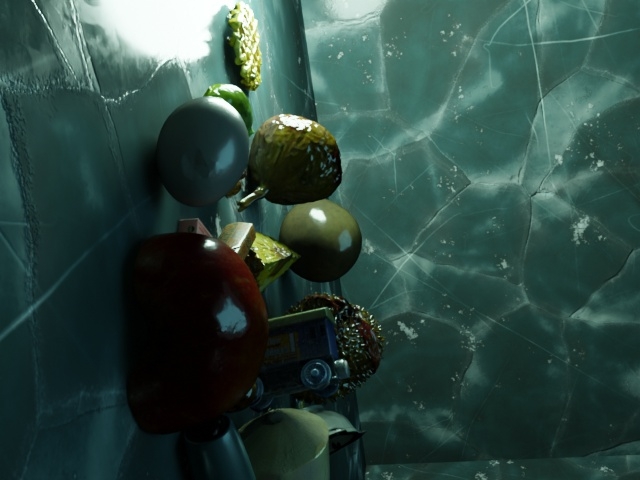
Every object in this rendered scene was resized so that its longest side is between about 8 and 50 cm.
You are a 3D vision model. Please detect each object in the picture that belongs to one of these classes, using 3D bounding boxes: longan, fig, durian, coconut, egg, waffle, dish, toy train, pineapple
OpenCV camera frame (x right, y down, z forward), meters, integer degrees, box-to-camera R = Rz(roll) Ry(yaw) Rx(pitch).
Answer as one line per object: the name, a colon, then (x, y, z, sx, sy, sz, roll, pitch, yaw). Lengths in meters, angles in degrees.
longan: (0.002, -0.004, 2.314, 0.297, 0.297, 0.297, -5, 90, -81)
fig: (-0.120, -0.178, 1.955, 0.368, 0.286, 0.286, -48, 142, -32)
durian: (-0.225, -0.304, 1.645, 0.250, 0.101, 0.139, 51, 35, -74)
coconut: (-0.093, 0.511, 1.610, 0.239, 0.239, 0.244, -73, 161, -67)
egg: (-0.228, -0.168, 1.318, 0.176, 0.176, 0.231, 74, 22, -49)
waffle: (-0.217, -0.567, 1.991, 0.280, 0.060, 0.262, 38, 45, -79)
dish: (-0.037, 0.539, 1.904, 0.303, 0.303, 0.120, 64, 1, -65)
toy train: (-0.087, 0.276, 1.584, 0.131, 0.300, 0.202, 59, 19, -65)
pineapple: (-0.175, 0.064, 1.828, 0.164, 0.140, 0.250, -56, 167, 22)
durian: (0.021, 0.321, 2.052, 0.384, 0.348, 0.347, -10, 95, -43)
fig: (-0.198, 0.293, 1.477, 0.109, 0.103, 0.154, 16, 49, -34)

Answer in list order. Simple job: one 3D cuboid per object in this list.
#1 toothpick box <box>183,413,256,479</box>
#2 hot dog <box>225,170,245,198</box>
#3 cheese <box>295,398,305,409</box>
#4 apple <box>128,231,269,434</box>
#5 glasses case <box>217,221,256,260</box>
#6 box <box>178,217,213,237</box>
toothpick box: (-0.200, 0.436, 1.338, 0.120, 0.120, 0.184, -74, 154, -66)
hot dog: (-0.237, -0.182, 1.601, 0.252, 0.069, 0.131, 53, 34, -71)
cheese: (-0.054, 0.608, 2.286, 0.177, 0.069, 0.270, 21, 61, -81)
apple: (-0.234, 0.170, 1.266, 0.328, 0.295, 0.365, -51, 165, -5)
glasses case: (-0.213, 0.018, 1.617, 0.218, 0.075, 0.049, -73, 153, -66)
box: (-0.258, 0.019, 1.435, 0.125, 0.043, 0.089, 65, 22, -64)
